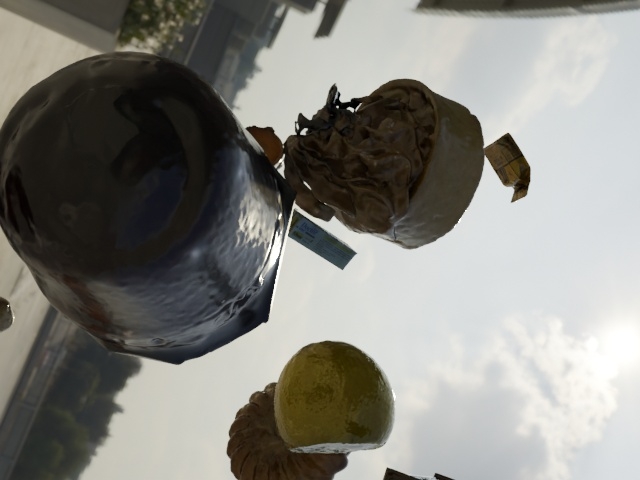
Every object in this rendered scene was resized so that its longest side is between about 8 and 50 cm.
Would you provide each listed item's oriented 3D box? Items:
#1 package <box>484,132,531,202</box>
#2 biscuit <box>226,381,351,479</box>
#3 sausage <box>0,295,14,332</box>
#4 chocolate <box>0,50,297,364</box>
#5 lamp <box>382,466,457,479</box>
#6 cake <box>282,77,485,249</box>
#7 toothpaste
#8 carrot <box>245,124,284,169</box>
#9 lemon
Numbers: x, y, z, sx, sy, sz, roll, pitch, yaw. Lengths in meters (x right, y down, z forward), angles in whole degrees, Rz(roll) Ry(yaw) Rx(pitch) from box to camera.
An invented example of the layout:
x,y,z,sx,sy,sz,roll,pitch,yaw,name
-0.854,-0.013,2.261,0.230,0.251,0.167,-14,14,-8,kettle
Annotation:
x,y,z,sx,sy,sz,roll,pitch,yaw,name
0.382,-0.146,1.732,0.047,0.131,0.071,-28,176,-18,package
-0.079,0.471,2.086,0.107,0.326,0.325,66,31,-49,biscuit
-0.576,0.104,1.414,0.301,0.066,0.066,10,-104,49,sausage
-0.216,-0.067,1.079,0.331,0.384,0.383,101,6,-68,chocolate
0.179,0.430,1.403,0.325,0.089,0.090,35,71,-63,lamp
0.099,-0.169,1.642,0.332,0.321,0.332,-29,-128,47,cake
0.000,0.000,1.498,0.046,0.164,0.034,-51,-135,7,toothpaste
-0.163,-0.121,1.715,0.263,0.102,0.102,-47,-157,50,carrot
0.025,0.306,1.702,0.240,0.240,0.219,138,-49,-62,lemon
